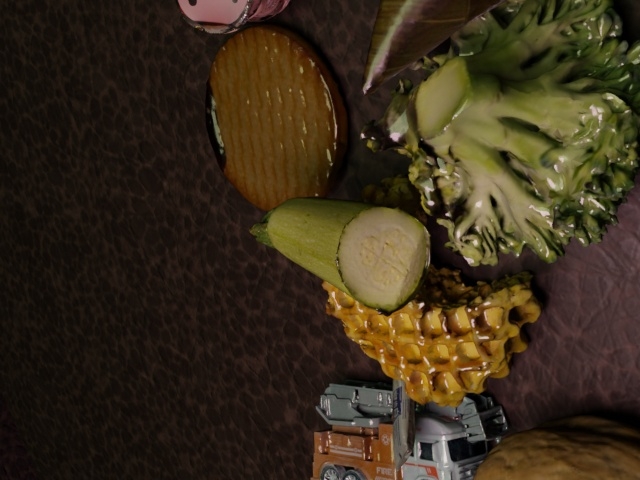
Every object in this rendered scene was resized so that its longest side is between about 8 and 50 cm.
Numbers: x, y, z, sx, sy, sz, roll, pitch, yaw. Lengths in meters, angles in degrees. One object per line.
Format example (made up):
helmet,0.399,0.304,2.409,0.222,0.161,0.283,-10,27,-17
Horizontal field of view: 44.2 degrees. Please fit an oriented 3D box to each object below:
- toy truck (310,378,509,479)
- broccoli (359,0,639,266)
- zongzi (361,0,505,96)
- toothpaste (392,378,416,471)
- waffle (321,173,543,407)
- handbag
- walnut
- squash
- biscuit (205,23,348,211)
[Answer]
toy truck,0.135,0.317,1.241,0.338,0.133,0.184,-8,83,46
broccoli,0.222,-0.146,0.928,0.334,0.324,0.272,-28,128,36
zongzi,0.256,-0.318,0.756,0.403,0.208,0.432,14,83,32
toothpaste,0.125,0.237,1.175,0.038,0.233,0.060,16,128,-5
waffle,0.145,0.071,1.131,0.324,0.151,0.261,45,127,23
handbag,-0.139,-0.419,1.230,0.205,0.116,0.179,11,113,39
walnut,0.329,0.350,0.996,0.283,0.227,0.282,-29,42,31
squash,-0.001,-0.014,1.056,0.287,0.137,0.137,24,121,40
biscuit,-0.080,-0.198,1.311,0.318,0.040,0.317,18,118,38
